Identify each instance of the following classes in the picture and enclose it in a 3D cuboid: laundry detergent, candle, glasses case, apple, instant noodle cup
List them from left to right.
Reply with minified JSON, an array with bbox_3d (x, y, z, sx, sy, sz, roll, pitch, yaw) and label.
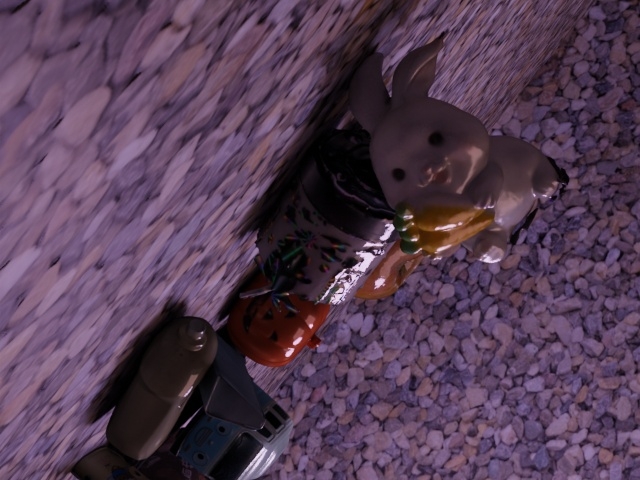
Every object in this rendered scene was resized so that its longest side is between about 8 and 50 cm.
[{"bbox_3d":[-0.299,0.497,2.188,0.217,0.217,0.207,-56,177,32],"label":"instant noodle cup"},{"bbox_3d":[-0.221,0.198,1.626,0.253,0.091,0.181,-58,178,38],"label":"laundry detergent"},{"bbox_3d":[-0.152,0.213,1.705,0.056,0.105,0.266,-43,-163,1],"label":"glasses case"},{"bbox_3d":[0.000,0.000,1.674,0.330,0.187,0.187,-53,172,33],"label":"candle"},{"bbox_3d":[0.112,-0.001,2.237,0.261,0.194,0.261,-49,169,-12],"label":"apple"}]

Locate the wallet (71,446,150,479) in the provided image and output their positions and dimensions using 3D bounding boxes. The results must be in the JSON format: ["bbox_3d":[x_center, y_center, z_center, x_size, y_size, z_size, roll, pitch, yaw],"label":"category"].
[{"bbox_3d":[-0.312,0.396,1.785,0.039,0.155,0.110,-54,172,13],"label":"wallet"}]

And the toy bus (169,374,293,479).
[{"bbox_3d":[-0.149,0.347,2.002,0.133,0.164,0.271,-52,173,8],"label":"toy bus"}]

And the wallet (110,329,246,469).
[{"bbox_3d":[-0.240,0.283,2.016,0.406,0.062,0.228,-41,167,-53],"label":"wallet"}]

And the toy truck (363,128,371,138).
[{"bbox_3d":[0.076,-0.070,1.855,0.155,0.156,0.279,-46,172,-34],"label":"toy truck"}]

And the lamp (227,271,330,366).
[{"bbox_3d":[-0.067,0.135,1.954,0.188,0.164,0.187,-52,174,-8],"label":"lamp"}]

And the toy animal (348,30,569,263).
[{"bbox_3d":[0.178,-0.113,1.531,0.183,0.310,0.247,-34,-139,38],"label":"toy animal"}]
